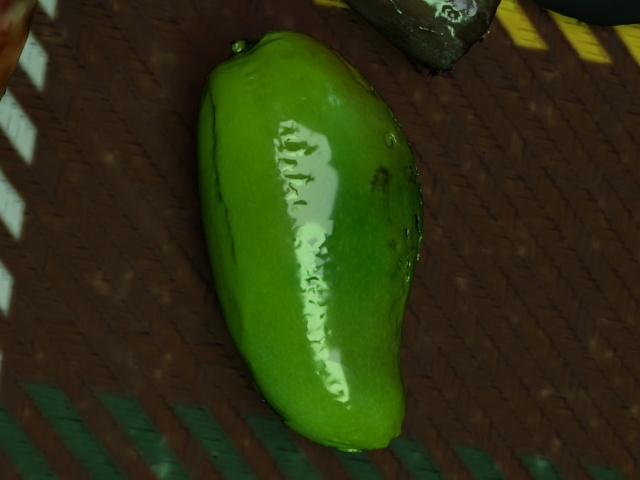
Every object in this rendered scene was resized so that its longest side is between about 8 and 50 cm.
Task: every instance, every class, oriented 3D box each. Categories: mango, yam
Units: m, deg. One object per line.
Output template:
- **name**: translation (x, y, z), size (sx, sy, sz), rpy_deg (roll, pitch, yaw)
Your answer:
- **mango**: translation (0.000, 0.000, 1.080), size (0.125, 0.111, 0.233), rpy_deg (-16, 91, -13)
- **yam**: translation (0.035, -0.163, 1.126), size (0.141, 0.079, 0.079), rpy_deg (38, 76, -9)

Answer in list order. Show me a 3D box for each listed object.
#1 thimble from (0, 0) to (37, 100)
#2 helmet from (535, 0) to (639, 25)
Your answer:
- **thimble**: translation (-0.223, -0.184, 0.917), size (0.231, 0.350, 0.350), rpy_deg (27, 78, -13)
- **helmet**: translation (0.215, -0.263, 1.145), size (0.230, 0.160, 0.279), rpy_deg (43, 74, -10)
